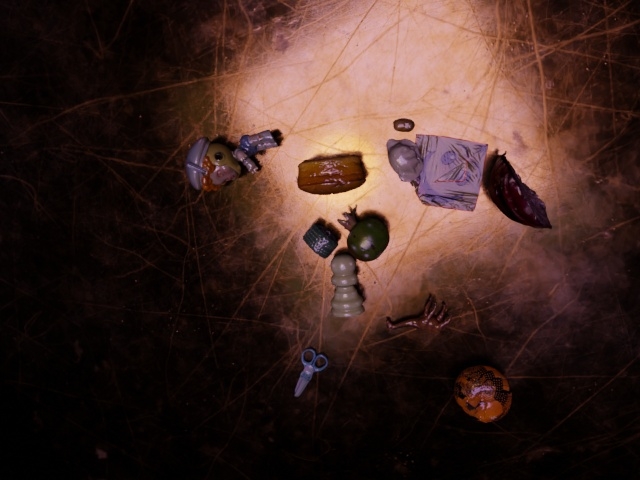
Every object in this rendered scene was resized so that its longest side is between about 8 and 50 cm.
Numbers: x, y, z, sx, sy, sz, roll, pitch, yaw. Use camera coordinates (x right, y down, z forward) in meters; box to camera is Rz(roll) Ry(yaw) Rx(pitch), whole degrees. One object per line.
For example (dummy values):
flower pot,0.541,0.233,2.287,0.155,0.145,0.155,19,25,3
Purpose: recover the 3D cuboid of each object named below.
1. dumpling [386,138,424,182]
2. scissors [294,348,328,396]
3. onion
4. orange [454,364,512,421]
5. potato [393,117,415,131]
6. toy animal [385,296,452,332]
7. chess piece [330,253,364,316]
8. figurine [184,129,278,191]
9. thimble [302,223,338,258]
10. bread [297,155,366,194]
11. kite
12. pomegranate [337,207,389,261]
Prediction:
dumpling,0.326,-0.317,1.700,0.127,0.108,0.188,-25,77,3
scissors,-0.064,0.621,2.063,0.125,0.030,0.256,27,106,3
onion,0.699,-0.150,1.607,0.146,0.280,0.314,-32,98,31
orange,0.682,0.636,1.864,0.234,0.182,0.234,4,103,20
potato,0.318,-0.440,1.696,0.083,0.040,0.051,7,97,6
toy animal,0.417,0.338,1.886,0.224,0.066,0.230,29,113,0
chess piece,0.100,0.180,1.864,0.144,0.144,0.251,-6,100,11
figurine,-0.360,-0.342,1.798,0.381,0.224,0.205,-21,79,-10
thimble,0.002,0.001,1.834,0.135,0.118,0.090,45,103,12
bread,0.039,-0.248,1.719,0.269,0.195,0.143,-7,94,8
kite,0.505,-0.275,1.725,0.327,0.013,0.377,-33,95,16
pomegranate,0.167,-0.024,1.780,0.224,0.181,0.181,44,109,18
